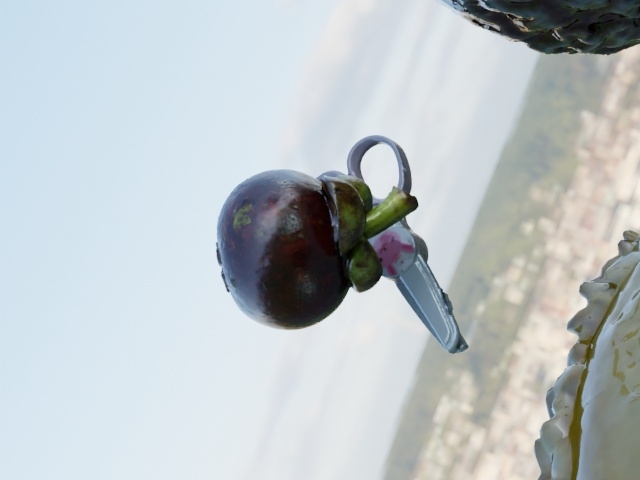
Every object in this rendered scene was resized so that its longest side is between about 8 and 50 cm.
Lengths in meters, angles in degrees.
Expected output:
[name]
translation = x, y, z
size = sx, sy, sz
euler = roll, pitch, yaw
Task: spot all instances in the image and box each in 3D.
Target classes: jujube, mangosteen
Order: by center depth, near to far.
[jujube]
translation = 0.208, -0.279, 1.490
size = 0.317, 0.226, 0.226
euler = 0, -65, -51
[mangosteen]
translation = -0.005, 0.011, 1.519
size = 0.156, 0.181, 0.146
euler = -126, 42, -86

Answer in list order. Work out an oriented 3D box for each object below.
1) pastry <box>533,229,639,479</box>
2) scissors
[pastry]
translation = 0.284, 0.135, 0.894
size = 0.245, 0.409, 0.410
euler = -4, 56, 52
[scissors]
translation = 0.073, 0.012, 1.614
size = 0.118, 0.242, 0.030
euler = -40, -29, 18
